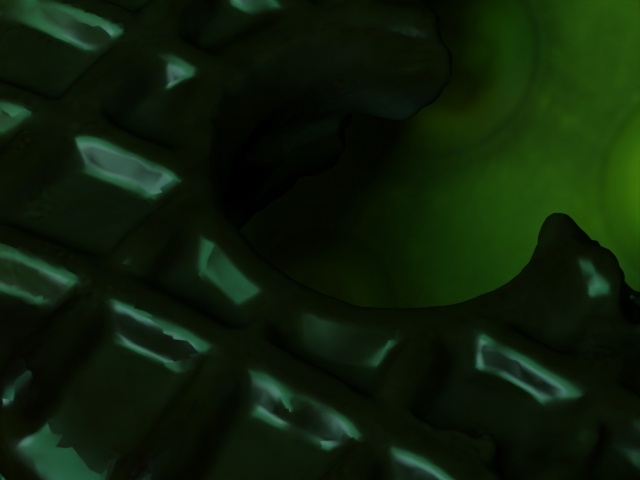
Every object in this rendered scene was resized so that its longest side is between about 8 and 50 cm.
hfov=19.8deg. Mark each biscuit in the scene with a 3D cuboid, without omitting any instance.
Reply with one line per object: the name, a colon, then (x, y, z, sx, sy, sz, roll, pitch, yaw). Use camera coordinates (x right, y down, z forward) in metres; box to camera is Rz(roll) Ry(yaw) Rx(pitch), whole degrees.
biscuit: (-0.012, 0.012, 0.676, 0.268, 0.115, 0.366, -18, 55, -17)
